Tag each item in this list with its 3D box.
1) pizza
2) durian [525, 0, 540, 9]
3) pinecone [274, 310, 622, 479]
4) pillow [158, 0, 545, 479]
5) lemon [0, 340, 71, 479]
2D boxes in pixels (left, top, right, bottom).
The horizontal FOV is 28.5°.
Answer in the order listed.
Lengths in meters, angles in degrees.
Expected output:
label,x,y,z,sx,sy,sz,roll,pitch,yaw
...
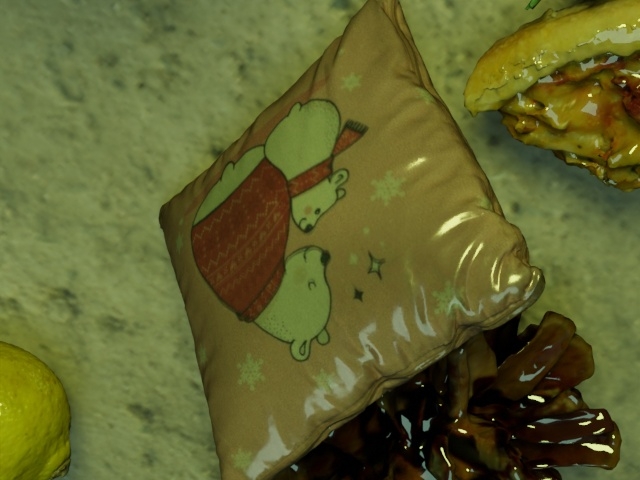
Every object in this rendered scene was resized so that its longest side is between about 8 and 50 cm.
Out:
label,x,y,z,sx,sy,sz,roll,pitch,yaw
pizza,0.233,-0.076,0.703,0.305,0.086,0.161,-1,143,7
durian,0.196,-0.176,0.651,0.215,0.100,0.086,-15,120,25
pinecone,0.081,0.132,0.811,0.201,0.202,0.229,13,132,38
pillow,0.000,0.000,0.735,0.236,0.223,0.084,-40,143,23
lemon,-0.233,0.126,0.893,0.133,0.109,0.109,31,122,3
